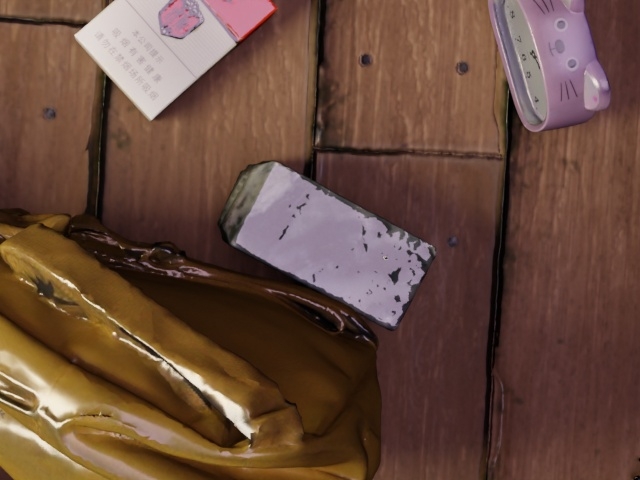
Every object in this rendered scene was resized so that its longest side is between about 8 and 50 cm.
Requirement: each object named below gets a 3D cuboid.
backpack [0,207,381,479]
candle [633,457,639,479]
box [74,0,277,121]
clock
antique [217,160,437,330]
[{"bbox_3d":[-0.129,0.109,0.877,0.378,0.353,0.201,28,100,14],"label":"backpack"},{"bbox_3d":[0.322,0.301,1.115,0.026,0.021,0.167,-3,94,-10],"label":"candle"},{"bbox_3d":[-0.128,-0.192,0.995,0.152,0.048,0.100,-42,101,-3],"label":"box"},{"bbox_3d":[0.207,-0.175,1.022,0.050,0.110,0.152,-19,96,-10],"label":"clock"},{"bbox_3d":[0.000,0.000,1.008,0.183,0.088,0.086,28,88,-10],"label":"antique"}]
